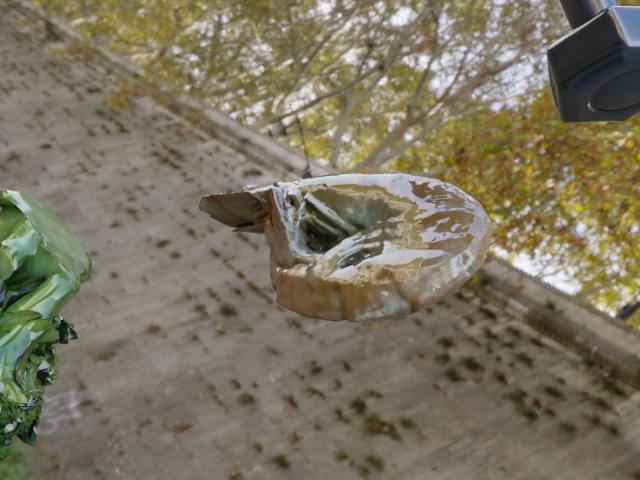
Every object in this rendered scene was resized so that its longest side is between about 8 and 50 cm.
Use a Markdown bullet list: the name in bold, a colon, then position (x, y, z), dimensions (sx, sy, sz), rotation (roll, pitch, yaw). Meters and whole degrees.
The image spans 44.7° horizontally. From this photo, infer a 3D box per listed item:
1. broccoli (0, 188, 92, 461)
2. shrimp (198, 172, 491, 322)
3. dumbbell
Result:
- **broccoli**: position (-0.210, 0.040, 0.418), dimensions (0.195, 0.156, 0.195), rotation (59, 1, -2)
- **shrimp**: position (0.000, 0.000, 0.689), dimensions (0.317, 0.168, 0.077), rotation (5, -49, 39)
- **dumbbell**: position (0.303, -0.295, 0.906), dimensions (0.156, 0.143, 0.316), rotation (-34, -123, 39)
